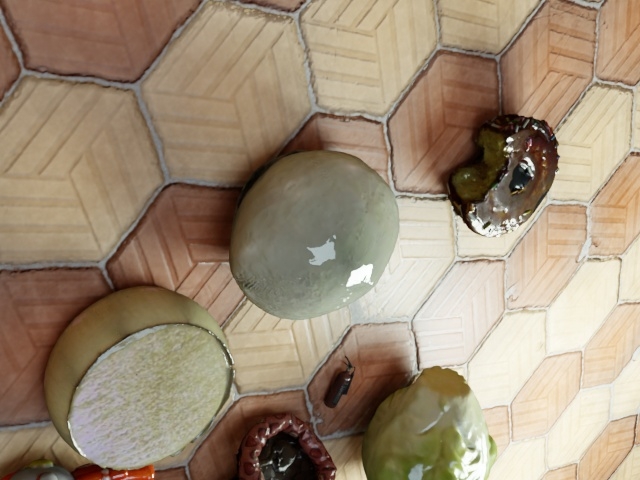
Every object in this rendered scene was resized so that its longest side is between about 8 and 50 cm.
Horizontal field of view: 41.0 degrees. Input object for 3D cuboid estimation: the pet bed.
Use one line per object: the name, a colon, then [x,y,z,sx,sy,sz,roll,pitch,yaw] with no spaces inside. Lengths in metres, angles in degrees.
pet bed: [-0.059,0.395,1.483,0.201,0.201,0.053,3,152,-40]

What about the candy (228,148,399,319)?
candy: [0.000,0.000,1.278,0.295,0.185,0.296,-16,119,-31]

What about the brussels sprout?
brussels sprout: [0.216,0.415,1.668,0.273,0.242,0.317,-36,130,-26]

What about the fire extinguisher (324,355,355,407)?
fire extinguisher: [0.045,0.264,1.584,0.046,0.032,0.100,14,112,-32]

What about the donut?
donut: [0.325,-0.121,1.530,0.216,0.096,0.230,-1,116,-42]

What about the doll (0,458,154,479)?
doll: [-0.371,0.360,1.257,0.245,0.076,0.142,6,152,-35]

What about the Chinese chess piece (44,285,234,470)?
Chinese chess piece: [-0.259,0.199,1.238,0.270,0.112,0.270,-19,126,-28]

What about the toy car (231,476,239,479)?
toy car: [-0.073,0.482,1.557,0.305,0.136,0.125,10,88,-44]
